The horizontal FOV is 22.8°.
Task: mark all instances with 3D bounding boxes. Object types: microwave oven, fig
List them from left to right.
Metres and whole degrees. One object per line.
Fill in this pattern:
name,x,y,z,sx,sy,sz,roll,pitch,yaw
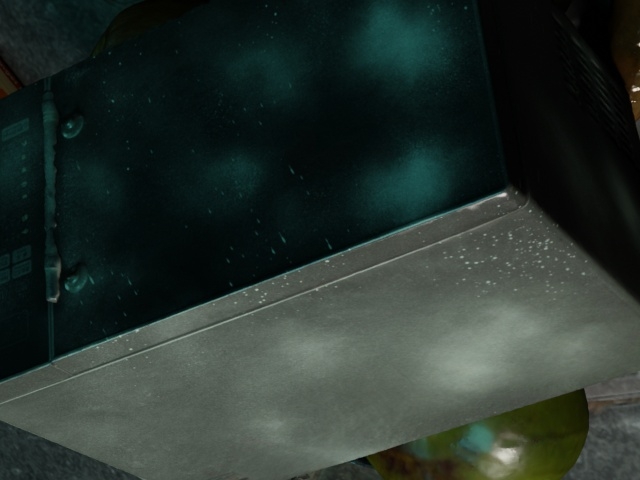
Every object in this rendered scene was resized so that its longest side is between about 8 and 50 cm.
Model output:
microwave oven,0.000,0.000,1.165,0.432,0.236,0.374,-20,147,24
fig,0.145,0.143,1.422,0.203,0.225,0.202,-1,88,42

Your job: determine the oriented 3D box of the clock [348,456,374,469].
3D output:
clock,0.041,0.130,1.574,0.215,0.042,0.215,16,127,23

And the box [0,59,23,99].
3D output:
box,-0.421,-0.069,1.580,0.214,0.259,0.283,-33,100,39

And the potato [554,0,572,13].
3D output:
potato,0.131,-0.195,1.252,0.111,0.160,0.271,10,143,-28

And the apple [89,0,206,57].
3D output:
apple,-0.128,-0.107,1.414,0.188,0.211,0.211,23,134,-15

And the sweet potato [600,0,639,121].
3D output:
sweet potato,0.251,-0.169,1.230,0.075,0.075,0.273,26,134,15

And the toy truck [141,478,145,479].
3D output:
toy truck,-0.239,0.172,1.738,0.243,0.101,0.125,31,136,14
